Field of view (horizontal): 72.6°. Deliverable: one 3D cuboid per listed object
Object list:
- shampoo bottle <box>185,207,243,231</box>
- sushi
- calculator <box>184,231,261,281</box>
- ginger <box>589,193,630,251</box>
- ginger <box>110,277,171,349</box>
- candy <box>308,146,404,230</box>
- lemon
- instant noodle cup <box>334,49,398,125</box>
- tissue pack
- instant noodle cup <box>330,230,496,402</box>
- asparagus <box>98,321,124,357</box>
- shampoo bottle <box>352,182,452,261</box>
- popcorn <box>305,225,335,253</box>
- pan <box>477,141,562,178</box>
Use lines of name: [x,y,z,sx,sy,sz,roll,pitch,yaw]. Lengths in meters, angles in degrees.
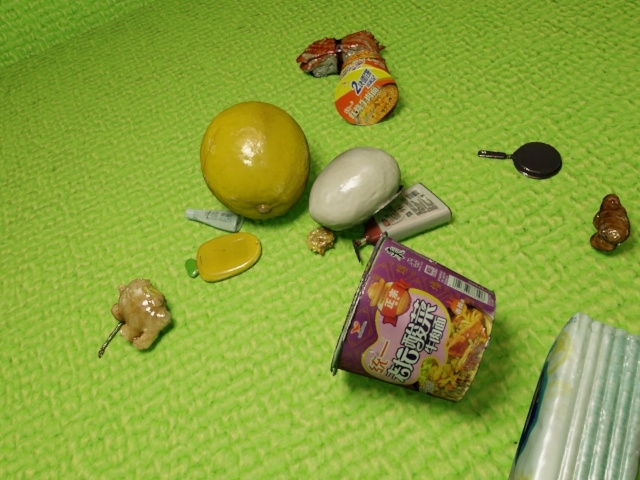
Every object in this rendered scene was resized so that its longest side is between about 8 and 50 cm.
shampoo bottle: [-0.337,-0.070,1.369,0.191,0.041,0.069,10,66,18]
sushi: [0.078,-0.695,1.640,0.332,0.130,0.124,-7,61,14]
calculator: [-0.289,0.048,1.287,0.235,0.032,0.146,-18,55,-2]
ginger: [0.722,-0.035,1.082,0.074,0.103,0.162,16,53,17]
ginger: [-0.498,0.187,1.204,0.216,0.102,0.157,40,97,27]
candy: [0.087,-0.150,1.207,0.296,0.185,0.295,-29,12,7]
lemon: [-0.186,-0.229,1.270,0.348,0.348,0.347,-6,57,9]
instant noodle cup: [0.151,-0.524,1.471,0.213,0.213,0.174,-6,48,9]
tissue pack: [0.446,0.363,0.769,0.162,0.287,0.388,17,63,27]
instant noodle cup: [0.203,0.181,0.945,0.266,0.339,0.339,21,64,11]
asparagus: [-0.587,0.274,1.218,0.015,0.014,0.114,9,59,37]
shampoo bottle: [0.205,-0.044,1.217,0.284,0.071,0.153,-32,53,-6]
popcorn: [0.000,0.000,1.240,0.082,0.057,0.083,-6,59,10]
pan: [0.587,-0.248,1.288,0.235,0.028,0.136,12,61,19]
